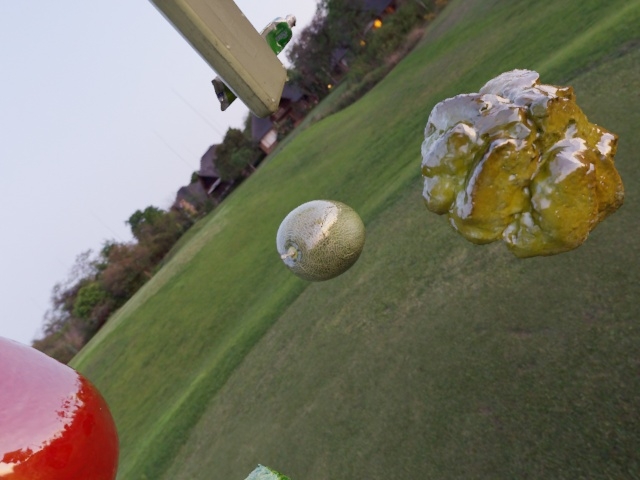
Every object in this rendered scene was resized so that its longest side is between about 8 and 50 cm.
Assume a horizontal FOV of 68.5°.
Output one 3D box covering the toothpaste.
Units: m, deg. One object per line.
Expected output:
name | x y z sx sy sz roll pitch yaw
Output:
toothpaste | -0.121 -0.349 0.889 0.248 0.047 0.078 -55 -19 -22

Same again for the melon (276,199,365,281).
melon | 0.000 0.000 0.801 0.139 0.139 0.192 -40 -10 38

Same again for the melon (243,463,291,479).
melon | -0.063 0.365 0.396 0.129 0.265 0.169 10 8 36

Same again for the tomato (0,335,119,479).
tomato | -0.389 0.258 0.506 0.290 0.325 0.293 -52 -17 -61

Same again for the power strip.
power strip | -0.091 -0.183 0.395 0.028 0.169 0.076 -21 40 31

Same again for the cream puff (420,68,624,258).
cream puff | 0.245 -0.099 0.592 0.244 0.196 0.244 -10 32 6
